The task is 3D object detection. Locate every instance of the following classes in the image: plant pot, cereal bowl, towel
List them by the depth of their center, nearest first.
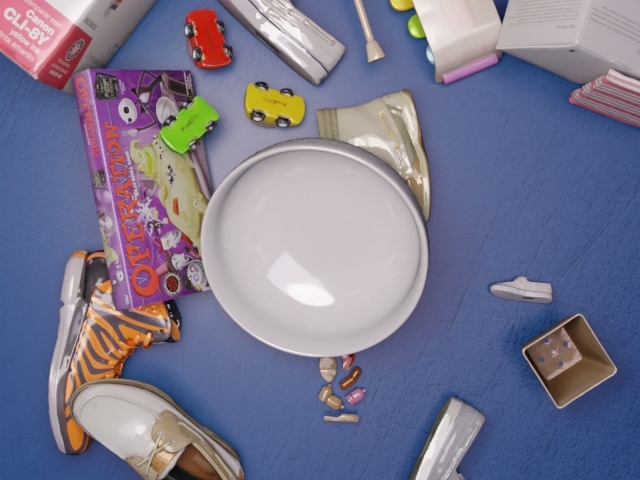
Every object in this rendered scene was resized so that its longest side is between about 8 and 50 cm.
[{"bbox_3d":[0.469,-0.213,1.417,0.144,0.197,0.029,19,88,-2],"label":"towel"},{"bbox_3d":[0.000,0.000,1.421,0.339,0.141,0.339,4,110,11],"label":"cereal bowl"},{"bbox_3d":[0.378,0.183,1.478,0.109,0.096,0.109,-33,92,-1],"label":"plant pot"}]

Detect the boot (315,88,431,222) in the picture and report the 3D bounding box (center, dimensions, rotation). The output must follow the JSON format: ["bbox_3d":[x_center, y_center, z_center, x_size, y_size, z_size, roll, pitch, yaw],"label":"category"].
[{"bbox_3d":[0.083,-0.118,1.474,0.165,0.077,0.213,-12,87,-1],"label":"boot"}]

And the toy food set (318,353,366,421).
[{"bbox_3d":[0.035,0.228,1.514,0.078,0.019,0.122,3,84,-1],"label":"toy food set"}]

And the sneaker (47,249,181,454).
[{"bbox_3d":[-0.313,0.178,1.452,0.180,0.124,0.321,6,92,0],"label":"sneaker"}]

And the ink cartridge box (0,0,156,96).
[{"bbox_3d":[-0.318,-0.412,1.355,0.160,0.279,0.384,38,91,-3],"label":"ink cartridge box"}]

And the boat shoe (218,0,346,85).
[{"bbox_3d":[-0.075,-0.359,1.455,0.267,0.096,0.088,41,87,-3],"label":"boat shoe"}]

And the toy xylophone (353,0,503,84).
[{"bbox_3d":[0.155,-0.401,1.463,0.236,0.081,0.322,-13,92,-1],"label":"toy xylophone"}]

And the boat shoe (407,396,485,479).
[{"bbox_3d":[0.193,0.364,1.489,0.081,0.079,0.227,25,88,3],"label":"boat shoe"}]

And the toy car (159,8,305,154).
[{"bbox_3d":[-0.168,-0.210,1.438,0.239,0.053,0.225,43,62,-6],"label":"toy car"}]

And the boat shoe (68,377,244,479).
[{"bbox_3d":[-0.236,0.307,1.414,0.302,0.103,0.113,32,98,-25],"label":"boat shoe"}]

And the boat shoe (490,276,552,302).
[{"bbox_3d":[0.323,0.076,1.508,0.100,0.035,0.035,6,64,3],"label":"boat shoe"}]

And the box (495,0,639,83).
[{"bbox_3d":[0.393,-0.313,1.392,0.181,0.182,0.119,15,91,-30],"label":"box"}]

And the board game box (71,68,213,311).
[{"bbox_3d":[-0.250,-0.083,1.414,0.056,0.208,0.346,-8,93,42],"label":"board game box"}]
